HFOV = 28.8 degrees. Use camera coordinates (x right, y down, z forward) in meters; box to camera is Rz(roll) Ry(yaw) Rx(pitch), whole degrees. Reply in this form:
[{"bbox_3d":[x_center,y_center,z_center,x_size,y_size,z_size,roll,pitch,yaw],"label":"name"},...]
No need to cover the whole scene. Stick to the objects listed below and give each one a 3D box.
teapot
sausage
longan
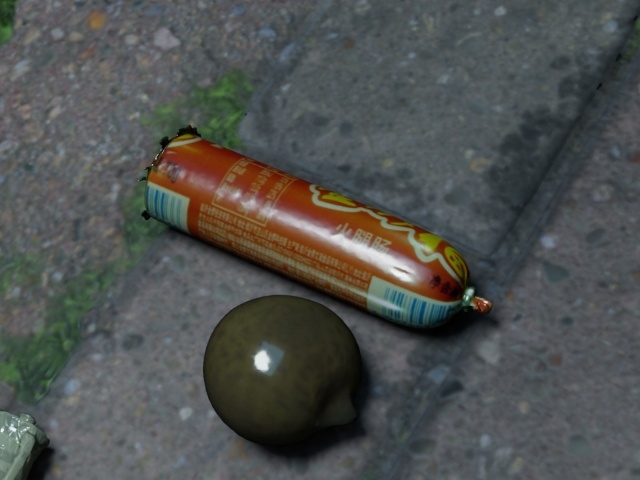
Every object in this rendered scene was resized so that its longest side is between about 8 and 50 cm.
[{"bbox_3d":[-0.217,0.154,0.848,0.057,0.067,0.083,38,56,-22],"label":"teapot"},{"bbox_3d":[0.000,0.000,0.892,0.264,0.083,0.083,23,67,17],"label":"sausage"},{"bbox_3d":[-0.023,0.088,0.836,0.113,0.092,0.113,8,54,-11],"label":"longan"}]
